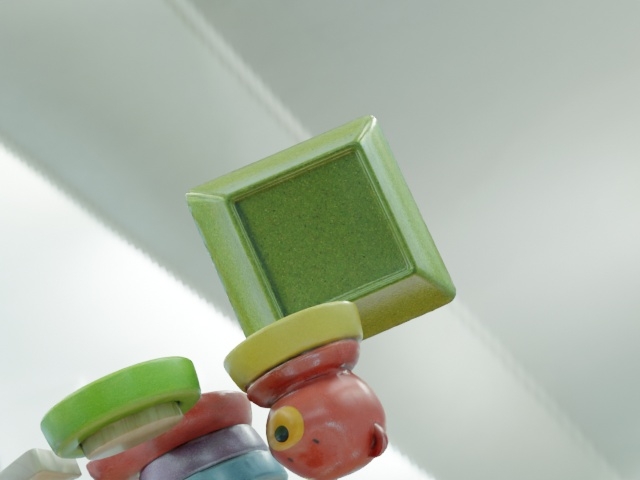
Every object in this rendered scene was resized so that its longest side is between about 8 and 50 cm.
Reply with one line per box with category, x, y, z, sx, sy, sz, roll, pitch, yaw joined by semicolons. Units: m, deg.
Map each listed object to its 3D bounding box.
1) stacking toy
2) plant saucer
stacking toy;-0.106;0.190;1.649;0.279;0.130;0.309;-13;-20;-37
plant saucer;0.000;0.000;1.745;0.188;0.188;0.045;-23;-11;-5
